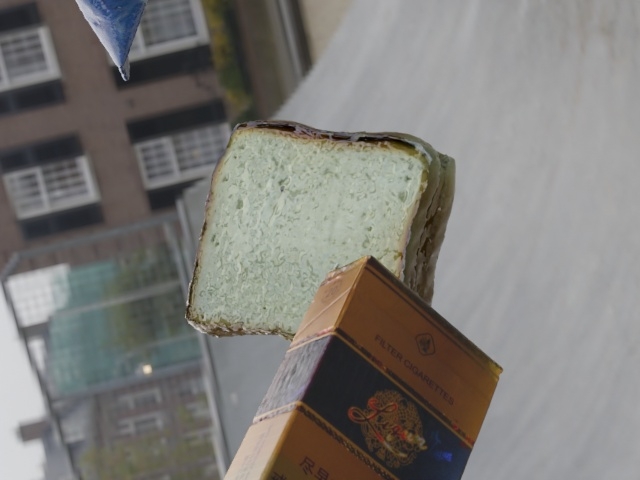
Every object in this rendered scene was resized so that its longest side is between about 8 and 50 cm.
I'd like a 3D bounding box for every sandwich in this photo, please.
[{"bbox_3d":[0.000,0.000,1.714,0.099,0.301,0.271,26,-104,-57],"label":"sandwich"}]

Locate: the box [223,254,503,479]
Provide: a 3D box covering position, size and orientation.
[{"bbox_3d":[0.031,0.148,1.088,0.152,0.070,0.237,40,-130,-18],"label":"box"}]

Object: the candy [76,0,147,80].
[{"bbox_3d":[-0.136,-0.239,0.875,0.331,0.077,0.187,102,156,-70],"label":"candy"}]
